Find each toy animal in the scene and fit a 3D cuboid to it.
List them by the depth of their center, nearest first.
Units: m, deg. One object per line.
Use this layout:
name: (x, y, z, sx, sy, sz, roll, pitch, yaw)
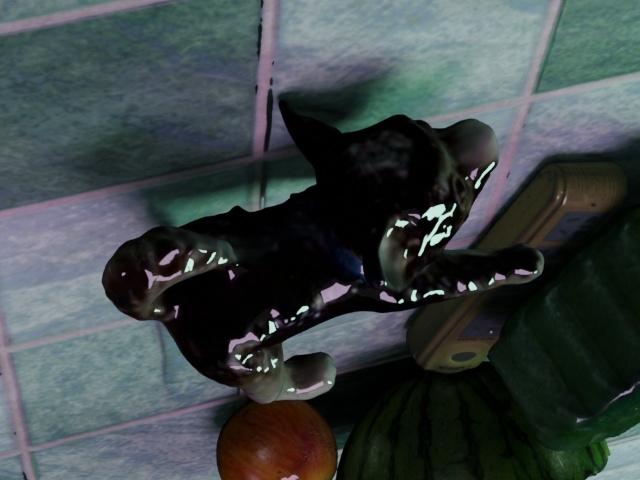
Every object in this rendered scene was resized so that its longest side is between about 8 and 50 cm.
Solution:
toy animal: (0.000, 0.000, 1.387, 0.344, 0.194, 0.302, -32, 156, 12)

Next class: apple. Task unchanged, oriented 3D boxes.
apple: (-0.053, 0.242, 1.878, 0.146, 0.146, 0.146, -15, 152, -8)

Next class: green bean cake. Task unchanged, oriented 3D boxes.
green bean cake: (0.359, 0.072, 1.706, 0.308, 0.169, 0.300, -43, 157, 28)

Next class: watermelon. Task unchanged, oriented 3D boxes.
watermelon: (0.151, 0.235, 1.894, 0.330, 0.189, 0.331, -27, 178, -1)

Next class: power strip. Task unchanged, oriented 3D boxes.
power strip: (0.191, 0.044, 1.726, 0.092, 0.066, 0.387, -1, 148, -27)
